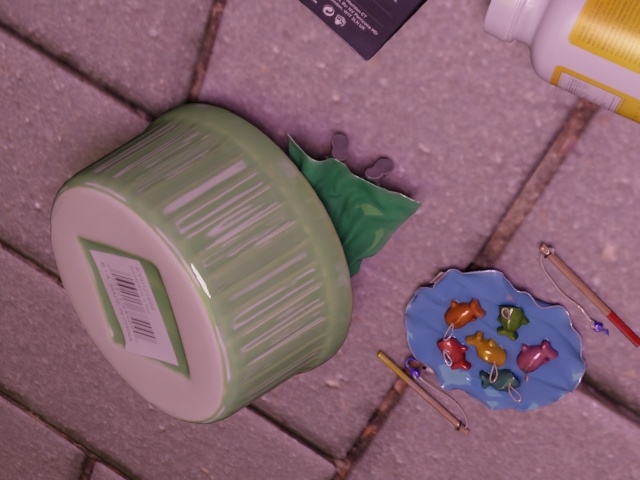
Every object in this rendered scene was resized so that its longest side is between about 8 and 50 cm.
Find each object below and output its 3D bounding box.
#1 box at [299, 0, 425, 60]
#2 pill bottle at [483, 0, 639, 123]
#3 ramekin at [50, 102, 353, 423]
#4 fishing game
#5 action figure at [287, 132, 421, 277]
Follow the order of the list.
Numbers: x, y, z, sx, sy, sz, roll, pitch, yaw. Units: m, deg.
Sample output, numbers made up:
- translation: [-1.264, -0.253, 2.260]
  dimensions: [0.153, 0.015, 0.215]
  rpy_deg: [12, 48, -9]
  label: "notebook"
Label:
- translation: [0.072, -0.232, 0.670]
  dimensions: [0.093, 0.156, 0.158]
  rpy_deg: [42, 134, -4]
  label: "box"
- translation: [0.215, -0.146, 0.686]
  dimensions: [0.184, 0.103, 0.103]
  rpy_deg: [27, 134, 11]
  label: "pill bottle"
- translation: [-0.129, 0.032, 0.950]
  dimensions: [0.303, 0.148, 0.303]
  rpy_deg: [29, 137, 32]
  label: "ramekin"
- translation: [0.168, 0.106, 0.956]
  dimensions: [0.189, 0.041, 0.264]
  rpy_deg: [45, 134, -10]
  label: "fishing game"
- translation: [0.000, 0.000, 0.960]
  dimensions: [0.137, 0.063, 0.232]
  rpy_deg: [31, 135, 5]
  label: "action figure"
